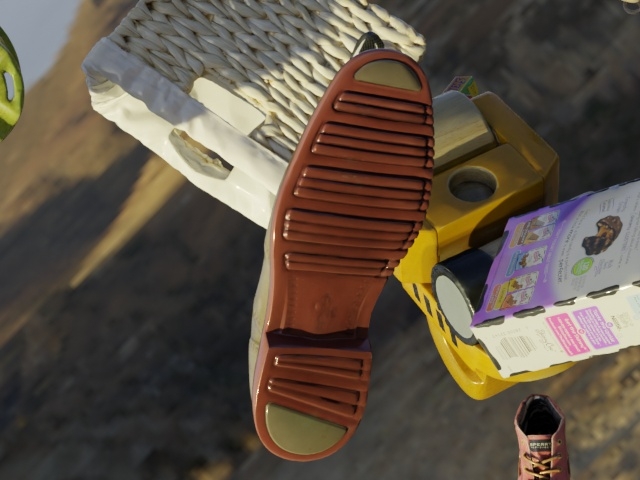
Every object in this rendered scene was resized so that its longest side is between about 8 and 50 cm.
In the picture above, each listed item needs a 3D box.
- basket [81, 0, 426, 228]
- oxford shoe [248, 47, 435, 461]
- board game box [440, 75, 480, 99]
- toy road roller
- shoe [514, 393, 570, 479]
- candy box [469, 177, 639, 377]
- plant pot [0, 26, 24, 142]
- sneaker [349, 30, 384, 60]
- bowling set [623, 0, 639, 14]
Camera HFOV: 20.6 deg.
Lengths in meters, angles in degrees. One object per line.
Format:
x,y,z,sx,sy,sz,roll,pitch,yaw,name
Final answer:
-0.083,-0.199,2.150,0.266,0.328,0.331,-55,2,-6,basket
0.000,0.000,1.448,0.130,0.123,0.348,-122,47,-66,oxford shoe
0.205,-0.077,2.326,0.039,0.259,0.124,7,45,39,board game box
0.170,0.020,1.915,0.202,0.329,0.240,-25,-38,-18,toy road roller
0.227,0.240,1.814,0.063,0.081,0.178,-6,35,11,shoe
0.250,0.028,1.581,0.196,0.070,0.165,-17,30,34,candy box
-0.548,-0.224,2.578,0.276,0.276,0.254,-47,21,-10,plant pot
0.036,-0.173,1.810,0.040,0.044,0.109,-8,-44,-26,sneaker
0.314,-0.359,1.962,0.200,0.154,0.287,-21,-53,-28,bowling set
